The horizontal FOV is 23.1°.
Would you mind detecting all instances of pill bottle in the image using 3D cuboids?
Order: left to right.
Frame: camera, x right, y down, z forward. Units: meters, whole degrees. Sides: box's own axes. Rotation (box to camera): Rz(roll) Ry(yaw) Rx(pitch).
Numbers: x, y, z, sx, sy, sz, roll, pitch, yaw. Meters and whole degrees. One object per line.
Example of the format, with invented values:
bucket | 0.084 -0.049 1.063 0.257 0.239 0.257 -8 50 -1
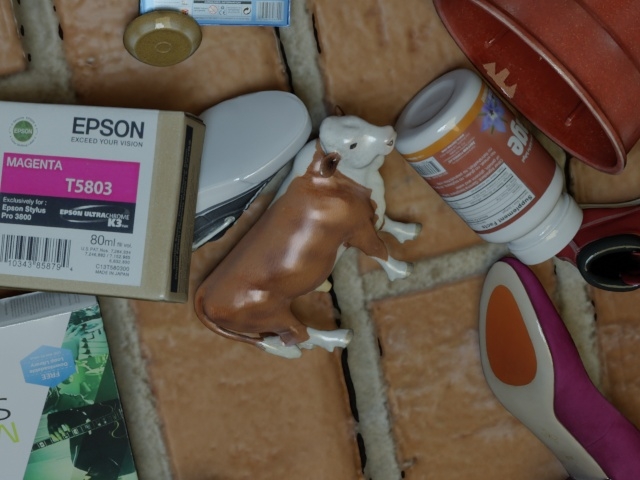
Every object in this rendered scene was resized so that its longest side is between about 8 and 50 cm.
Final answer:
pill bottle | 0.189 -0.076 1.722 0.121 0.121 0.216 -44 112 5

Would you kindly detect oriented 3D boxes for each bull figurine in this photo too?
bull figurine | 0.000 0.000 1.714 0.188 0.101 0.310 36 109 -22

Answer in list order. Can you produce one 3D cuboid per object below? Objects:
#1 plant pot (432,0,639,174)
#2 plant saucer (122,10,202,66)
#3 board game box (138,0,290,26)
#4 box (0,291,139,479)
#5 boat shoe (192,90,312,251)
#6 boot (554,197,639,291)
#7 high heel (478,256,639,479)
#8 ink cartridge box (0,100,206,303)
plant pot | 0.304 -0.256 1.624 0.265 0.272 0.272 -45 111 -3
plant saucer | -0.165 -0.207 1.636 0.083 0.015 0.083 -6 146 -4
board game box | -0.108 -0.330 1.618 0.160 0.039 0.212 0 110 -11
box | -0.330 0.206 1.708 0.232 0.058 0.322 -12 126 -7
boat shoe | -0.130 -0.046 1.680 0.301 0.108 0.102 -37 145 2
boot | 0.390 0.005 1.761 0.244 0.176 0.088 -7 108 -10
high heel | 0.306 0.172 1.863 0.181 0.127 0.377 -27 110 -33
ink cartridge box | -0.247 -0.040 1.592 0.234 0.088 0.193 4 87 11
